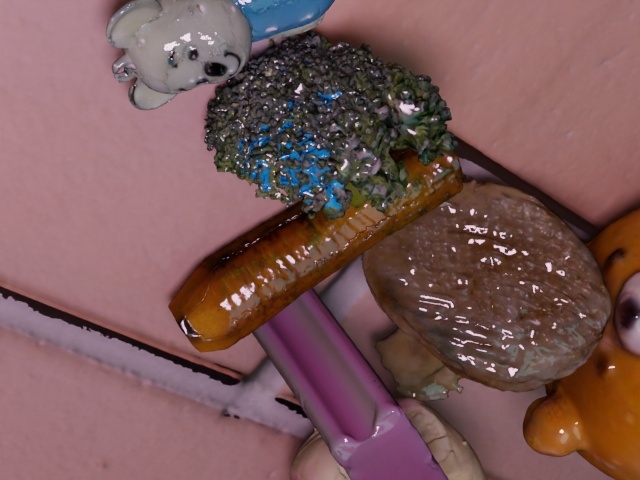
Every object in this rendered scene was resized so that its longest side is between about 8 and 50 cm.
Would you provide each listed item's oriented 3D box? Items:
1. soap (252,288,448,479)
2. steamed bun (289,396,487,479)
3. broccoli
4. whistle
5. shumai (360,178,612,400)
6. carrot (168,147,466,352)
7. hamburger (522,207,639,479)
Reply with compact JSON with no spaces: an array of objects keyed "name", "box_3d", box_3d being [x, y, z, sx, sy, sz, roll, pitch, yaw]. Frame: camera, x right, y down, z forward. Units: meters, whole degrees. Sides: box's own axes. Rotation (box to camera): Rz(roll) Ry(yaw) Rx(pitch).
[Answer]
[{"name":"soap","box_3d":[0.015,0.121,1.489,0.065,0.203,0.122,-35,136,-3]},{"name":"steamed bun","box_3d":[0.053,0.229,1.661,0.170,0.152,0.238,-35,153,-11]},{"name":"broccoli","box_3d":[0.007,-0.074,1.364,0.167,0.154,0.160,-32,159,-5]},{"name":"whistle","box_3d":[-0.039,-0.168,1.290,0.236,0.077,0.114,-30,147,-10]},{"name":"shumai","box_3d":[0.127,0.049,1.549,0.209,0.161,0.153,19,155,-1]},{"name":"carrot","box_3d":[0.000,0.000,1.469,0.260,0.070,0.070,-31,138,-4]},{"name":"hamburger","box_3d":[0.303,0.089,1.620,0.237,0.276,0.276,9,123,-20]}]
